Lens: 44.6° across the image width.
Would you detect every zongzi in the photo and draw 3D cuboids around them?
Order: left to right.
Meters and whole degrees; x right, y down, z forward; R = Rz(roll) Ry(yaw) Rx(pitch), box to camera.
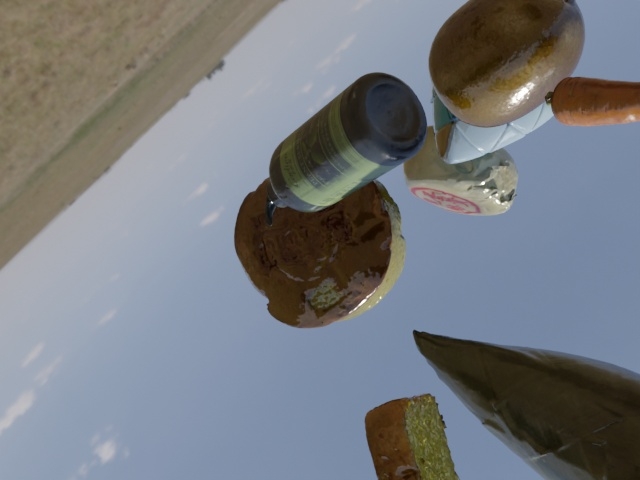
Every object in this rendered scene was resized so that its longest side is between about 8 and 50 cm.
[{"bbox_3d":[0.321,0.220,0.863,0.174,0.392,0.356,-62,-165,-4],"label":"zongzi"}]

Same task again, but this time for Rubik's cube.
[{"bbox_3d":[0.256,-0.252,1.425,0.254,0.254,0.254,-40,-164,14],"label":"Rubik's cube"}]

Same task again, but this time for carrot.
[{"bbox_3d":[0.388,-0.162,0.928,0.256,0.061,0.061,10,-131,35],"label":"carrot"}]

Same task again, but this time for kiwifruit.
[{"bbox_3d":[0.274,-0.278,1.143,0.234,0.196,0.196,-41,-165,33],"label":"kiwifruit"}]

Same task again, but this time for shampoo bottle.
[{"bbox_3d":[0.006,-0.095,0.928,0.101,0.101,0.283,-54,-166,-32],"label":"shampoo bottle"}]

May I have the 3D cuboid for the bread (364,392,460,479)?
[{"bbox_3d":[0.106,0.257,0.838,0.065,0.188,0.103,-21,178,25],"label":"bread"}]

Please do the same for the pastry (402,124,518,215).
[{"bbox_3d":[0.292,-0.139,1.633,0.264,0.264,0.133,-6,-115,65],"label":"pastry"}]

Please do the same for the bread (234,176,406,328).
[{"bbox_3d":[0.000,0.000,1.210,0.269,0.270,0.148,-38,163,20],"label":"bread"}]
